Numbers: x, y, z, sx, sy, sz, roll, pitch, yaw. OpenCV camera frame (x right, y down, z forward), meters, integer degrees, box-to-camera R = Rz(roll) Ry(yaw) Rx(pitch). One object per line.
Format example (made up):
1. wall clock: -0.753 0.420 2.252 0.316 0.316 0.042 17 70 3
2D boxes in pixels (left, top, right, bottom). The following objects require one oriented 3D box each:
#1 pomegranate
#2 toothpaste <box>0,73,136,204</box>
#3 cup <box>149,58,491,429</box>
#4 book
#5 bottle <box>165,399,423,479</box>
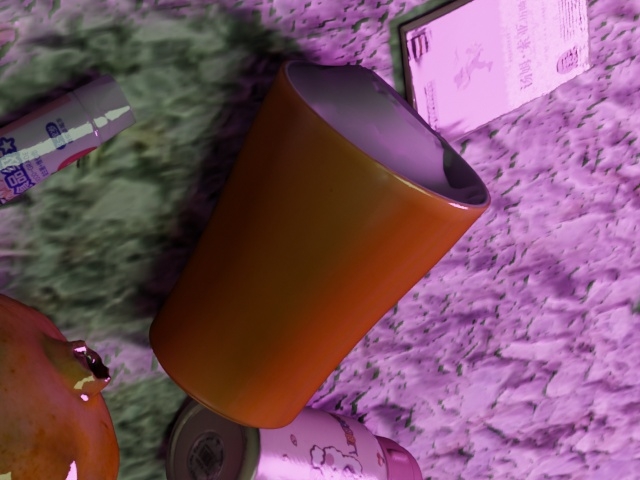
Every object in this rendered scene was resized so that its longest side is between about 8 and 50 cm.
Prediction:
1. pomegranate: -0.244 0.148 1.298 0.233 0.233 0.233 -20 130 -26
2. toothpaste: -0.219 -0.050 1.311 0.194 0.043 0.067 -31 137 -9
3. cup: 0.000 0.000 1.446 0.264 0.182 0.226 -55 167 18
4. book: 0.143 -0.153 1.538 0.182 0.014 0.127 -28 134 -21
5. bottle: -0.011 0.194 1.596 0.233 0.110 0.110 19 106 -44
